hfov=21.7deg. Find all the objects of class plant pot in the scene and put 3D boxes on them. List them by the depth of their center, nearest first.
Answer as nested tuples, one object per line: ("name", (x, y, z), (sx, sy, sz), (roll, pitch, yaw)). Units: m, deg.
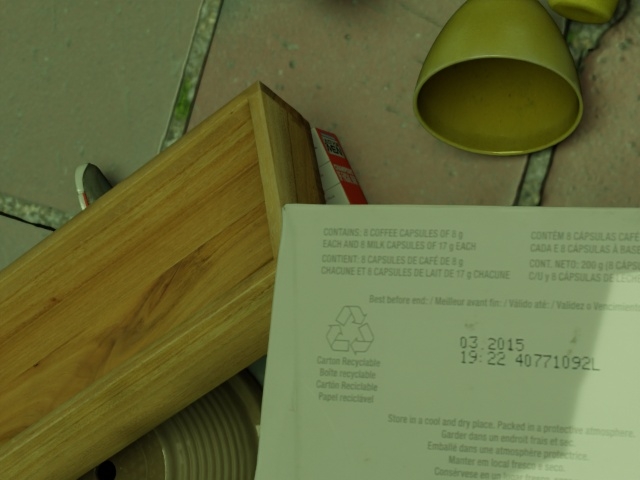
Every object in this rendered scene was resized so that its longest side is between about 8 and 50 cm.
("plant pot", (0.143, -0.144, 1.335), (0.134, 0.134, 0.095), (-8, 56, 21))
("plant pot", (-0.157, 0.197, 1.423), (0.237, 0.109, 0.237), (-2, 85, 21))

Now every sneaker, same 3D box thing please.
("sneaker", (-0.163, -0.006, 1.480), (0.065, 0.061, 0.158), (-29, 82, 3))

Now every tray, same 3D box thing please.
("tray", (-0.170, 0.067, 1.352), (0.411, 0.076, 0.203), (-34, 42, 22))

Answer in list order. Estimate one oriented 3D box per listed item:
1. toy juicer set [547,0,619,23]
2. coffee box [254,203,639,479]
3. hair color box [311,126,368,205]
("toy juicer set", (0.292, -0.217, 1.204), (0.329, 0.209, 0.090), (13, 81, 32))
("coffee box", (0.172, 0.163, 1.169), (0.337, 0.334, 0.338), (2, 84, 23))
("hair color box", (0.000, 0.000, 1.409), (0.093, 0.053, 0.167), (-29, 76, 18))
